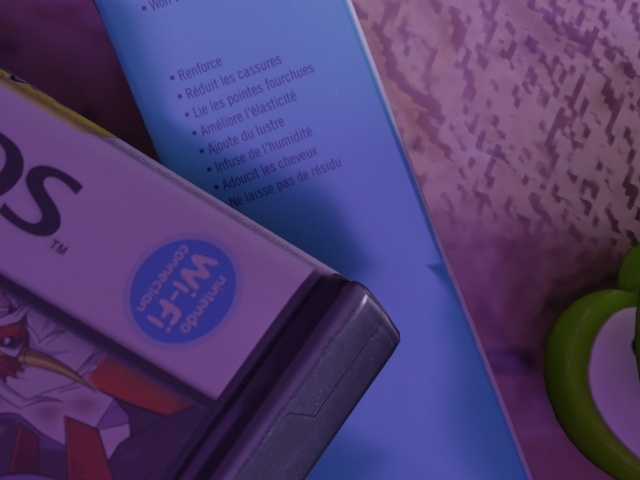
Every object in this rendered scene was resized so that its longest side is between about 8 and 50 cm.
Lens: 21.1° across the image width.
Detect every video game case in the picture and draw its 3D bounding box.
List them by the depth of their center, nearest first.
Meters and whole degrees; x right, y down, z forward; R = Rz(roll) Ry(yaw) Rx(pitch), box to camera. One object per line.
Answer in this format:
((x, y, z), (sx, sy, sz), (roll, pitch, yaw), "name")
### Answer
((-0.157, 0.068, 0.405), (0.248, 0.035, 0.275), (31, 79, 27), "video game case")

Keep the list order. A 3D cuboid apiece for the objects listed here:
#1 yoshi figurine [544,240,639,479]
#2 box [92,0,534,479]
((0.197, 0.092, 0.391), (0.362, 0.203, 0.203), (37, 123, 28), "yoshi figurine")
((0.000, 0.000, 0.472), (0.060, 0.100, 0.244), (-22, 101, 1), "box")
